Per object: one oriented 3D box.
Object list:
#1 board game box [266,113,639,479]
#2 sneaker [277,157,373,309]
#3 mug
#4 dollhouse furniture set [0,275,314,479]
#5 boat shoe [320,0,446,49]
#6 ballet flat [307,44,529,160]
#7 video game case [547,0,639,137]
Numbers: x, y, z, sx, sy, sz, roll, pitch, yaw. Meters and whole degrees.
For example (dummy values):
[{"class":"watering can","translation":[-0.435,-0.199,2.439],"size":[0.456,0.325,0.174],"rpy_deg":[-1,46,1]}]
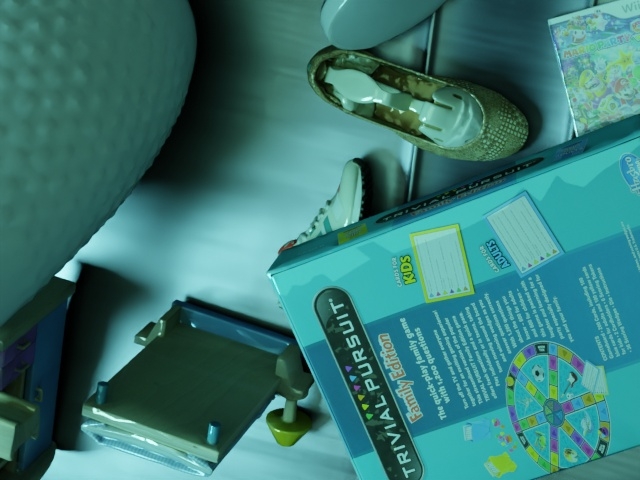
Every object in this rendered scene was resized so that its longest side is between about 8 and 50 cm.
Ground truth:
[{"class":"board game box","translation":[0.160,0.073,1.078],"size":[0.336,0.079,0.254],"rpy_deg":[-20,101,14]},{"class":"sneaker","translation":[0.000,0.000,1.154],"size":[0.075,0.057,0.161],"rpy_deg":[12,105,8]},{"class":"mug","translation":[-0.303,-0.125,1.097],"size":[0.374,0.328,0.276],"rpy_deg":[11,140,46]},{"class":"dollhouse furniture set","translation":[-0.189,0.196,1.132],"size":[0.303,0.286,0.198],"rpy_deg":[16,115,12]},{"class":"boat shoe","translation":[0.092,-0.277,1.067],"size":[0.267,0.096,0.088],"rpy_deg":[-46,54,20]},{"class":"ballet flat","translation":[0.079,-0.117,1.106],"size":[0.206,0.067,0.073],"rpy_deg":[18,103,12]},{"class":"video game case","translation":[0.251,-0.141,1.082],"size":[0.087,0.011,0.122],"rpy_deg":[-13,95,18]}]
